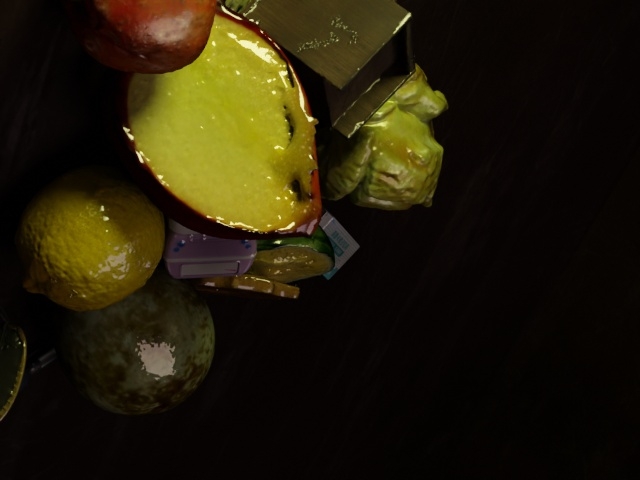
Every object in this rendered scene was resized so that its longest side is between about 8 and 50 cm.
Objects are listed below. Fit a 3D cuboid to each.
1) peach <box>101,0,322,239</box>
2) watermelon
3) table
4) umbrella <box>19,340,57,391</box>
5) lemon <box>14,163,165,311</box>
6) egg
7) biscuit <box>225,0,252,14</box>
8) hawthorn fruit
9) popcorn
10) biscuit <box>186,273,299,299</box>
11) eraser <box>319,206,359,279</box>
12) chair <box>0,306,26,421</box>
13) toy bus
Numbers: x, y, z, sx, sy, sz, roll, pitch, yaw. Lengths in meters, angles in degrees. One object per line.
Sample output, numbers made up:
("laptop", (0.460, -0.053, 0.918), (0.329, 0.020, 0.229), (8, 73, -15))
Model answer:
("peach", (-0.133, -0.139, 1.732), (0.258, 0.361, 0.201), (-41, 180, -10))
("watermelon", (-0.082, 0.006, 2.219), (0.232, 0.127, 0.204), (6, 158, -38))
("table", (0.020, -0.292, 1.876), (0.172, 0.193, 0.169), (-46, 161, -12))
("umbrella", (-0.494, 0.221, 1.968), (0.248, 0.071, 0.071), (-37, 153, -32))
("lemon", (-0.313, -0.005, 1.778), (0.231, 0.192, 0.192), (-36, 153, -14))
("egg", (-0.292, 0.142, 1.974), (0.238, 0.238, 0.289), (-49, 139, 0))
("biscuit", (-0.133, -0.338, 1.800), (0.203, 0.016, 0.144), (2, 125, -59))
("hawthorn fruit", (-0.230, -0.287, 1.538), (0.200, 0.179, 0.179), (-5, 131, -44))
("popcorn", (0.100, -0.182, 2.180), (0.226, 0.276, 0.276), (2, 136, -13))
("biscuit", (-0.140, 0.070, 2.124), (0.182, 0.215, 0.034), (56, 40, -81))
("eraser", (0.000, 0.000, 2.456), (0.095, 0.052, 0.225), (-46, 155, -1))
("chair", (-0.489, 0.175, 1.768), (0.247, 0.172, 0.158), (58, 41, -64))
("toy bus", (-0.173, -0.053, 1.902), (0.142, 0.202, 0.142), (-4, 135, -11))
